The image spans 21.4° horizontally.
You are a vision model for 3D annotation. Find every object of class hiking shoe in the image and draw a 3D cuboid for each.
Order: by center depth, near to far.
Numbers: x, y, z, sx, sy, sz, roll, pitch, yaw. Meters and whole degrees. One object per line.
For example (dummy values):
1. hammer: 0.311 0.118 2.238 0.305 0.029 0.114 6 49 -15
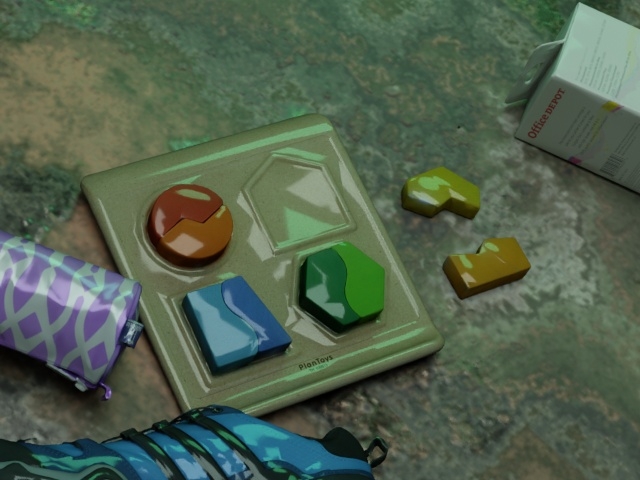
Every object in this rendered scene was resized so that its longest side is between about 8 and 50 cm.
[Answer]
1. hiking shoe: -0.103 0.169 1.119 0.304 0.113 0.132 13 40 -14

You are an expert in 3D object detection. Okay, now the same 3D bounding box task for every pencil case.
1. pencil case: -0.222 0.038 1.165 0.206 0.086 0.088 21 84 -2

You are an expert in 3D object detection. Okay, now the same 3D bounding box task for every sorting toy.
1. sorting toy: 0.000 0.000 1.275 0.307 0.041 0.229 -18 67 -25

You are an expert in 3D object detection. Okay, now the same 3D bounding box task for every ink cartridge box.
1. ink cartridge box: 0.233 -0.120 1.388 0.143 0.092 0.090 25 56 -2
